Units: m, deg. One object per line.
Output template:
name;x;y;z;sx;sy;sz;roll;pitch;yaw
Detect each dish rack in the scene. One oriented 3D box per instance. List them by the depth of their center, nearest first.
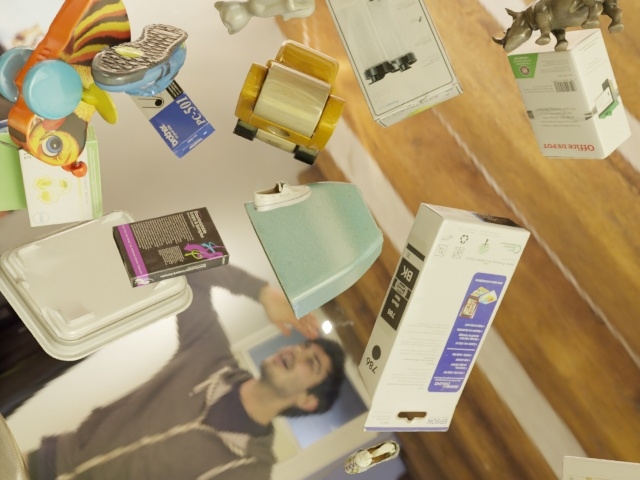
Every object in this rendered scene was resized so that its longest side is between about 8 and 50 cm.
dish rack;-0.443;0.066;1.789;0.285;0.333;0.072;47;-41;21

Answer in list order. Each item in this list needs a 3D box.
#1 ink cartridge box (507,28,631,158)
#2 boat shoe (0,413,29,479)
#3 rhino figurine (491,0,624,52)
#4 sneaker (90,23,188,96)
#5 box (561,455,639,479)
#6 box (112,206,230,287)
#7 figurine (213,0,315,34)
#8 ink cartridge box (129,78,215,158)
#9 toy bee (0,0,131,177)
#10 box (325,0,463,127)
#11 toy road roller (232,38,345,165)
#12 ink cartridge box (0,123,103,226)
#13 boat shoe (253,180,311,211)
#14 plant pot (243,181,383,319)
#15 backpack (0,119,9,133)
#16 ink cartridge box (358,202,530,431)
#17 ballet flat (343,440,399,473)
ink cartridge box;0.464;-0.269;1.686;0.160;0.093;0.219;12;-48;56
boat shoe;-0.478;0.196;1.112;0.355;0.132;0.130;47;-7;6
rhino figurine;0.401;-0.383;1.561;0.243;0.073;0.106;-11;-112;43
sneaker;-0.211;-0.195;1.070;0.209;0.069;0.082;-65;173;-63
box;0.441;0.354;1.217;0.203;0.114;0.103;-7;-108;47
box;-0.241;0.009;1.460;0.029;0.162;0.116;98;-29;-48
figurine;-0.137;-0.492;1.676;0.209;0.092;0.215;-6;-63;36
ink cartridge box;-0.314;-0.274;1.864;0.207;0.097;0.046;52;-1;22
toy bee;-0.330;-0.164;1.113;0.162;0.298;0.195;50;4;-48
box;0.129;-0.372;1.663;0.290;0.169;0.087;68;13;9
toy road roller;-0.053;-0.326;1.943;0.203;0.240;0.329;22;-11;-6
ink cartridge box;-0.478;-0.099;1.463;0.171;0.235;0.056;99;-25;-44
boat shoe;-0.059;-0.074;1.402;0.035;0.100;0.035;35;-45;55
plant pot;0.000;0.000;2.044;0.247;0.252;0.248;63;-5;12
backpack;-0.697;-0.147;1.790;0.276;0.263;0.213;-70;137;-68
ink cartridge box;0.162;0.116;1.281;0.065;0.165;0.332;41;-64;52
ballet flat;0.097;0.403;1.702;0.041;0.114;0.041;162;-90;-73
